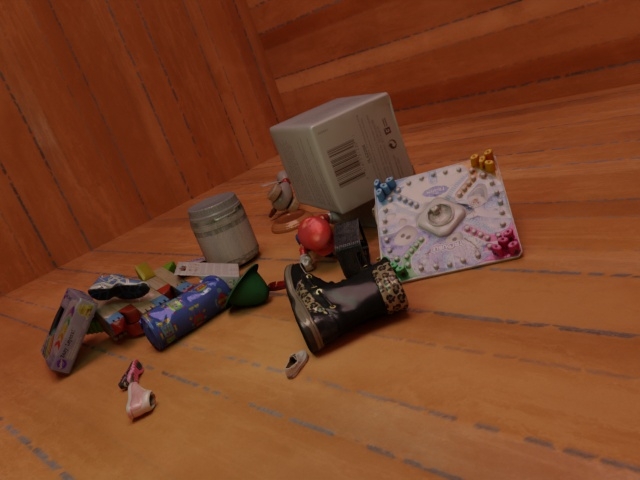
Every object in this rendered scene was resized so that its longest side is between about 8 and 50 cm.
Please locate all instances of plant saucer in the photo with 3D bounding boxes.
[{"bbox_3d":[-0.131,-0.090,2.511,0.200,0.037,0.200,-18,18,6],"label":"plant saucer"}]

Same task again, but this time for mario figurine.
[{"bbox_3d":[0.000,0.000,1.966,0.170,0.197,0.320,-3,5,-6],"label":"mario figurine"}]

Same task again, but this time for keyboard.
[{"bbox_3d":[-0.554,0.133,2.322,0.192,0.038,0.100,-24,1,15],"label":"keyboard"}]

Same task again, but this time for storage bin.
[{"bbox_3d":[0.102,0.023,1.787,0.085,0.122,0.180,-16,28,11],"label":"storage bin"}]

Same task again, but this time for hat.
[{"bbox_3d":[-0.179,0.188,1.792,0.173,0.184,0.208,-50,-9,-45],"label":"hat"}]

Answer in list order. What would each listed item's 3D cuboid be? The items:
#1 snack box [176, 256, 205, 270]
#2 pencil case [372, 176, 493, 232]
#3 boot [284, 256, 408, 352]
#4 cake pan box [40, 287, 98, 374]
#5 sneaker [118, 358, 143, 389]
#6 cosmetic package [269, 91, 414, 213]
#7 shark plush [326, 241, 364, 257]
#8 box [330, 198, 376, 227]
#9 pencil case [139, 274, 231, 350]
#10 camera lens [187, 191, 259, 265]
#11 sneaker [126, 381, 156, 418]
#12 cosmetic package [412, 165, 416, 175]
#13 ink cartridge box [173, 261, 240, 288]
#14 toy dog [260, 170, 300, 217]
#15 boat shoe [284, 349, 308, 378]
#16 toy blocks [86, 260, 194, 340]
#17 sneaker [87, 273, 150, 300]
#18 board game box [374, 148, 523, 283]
[{"bbox_3d":[-0.542,0.100,2.413,0.178,0.022,0.064,-11,21,24],"label":"snack box"},{"bbox_3d":[0.364,-0.087,1.795,0.411,0.159,0.183,-14,39,17],"label":"pencil case"},{"bbox_3d":[0.058,0.133,1.524,0.285,0.138,0.377,-22,22,-2],"label":"boot"},{"bbox_3d":[-0.848,0.294,1.882,0.267,0.070,0.245,10,75,57],"label":"cake pan box"},{"bbox_3d":[-0.543,0.382,1.594,0.057,0.047,0.119,-30,16,6],"label":"sneaker"},{"bbox_3d":[0.070,-0.327,2.064,0.328,0.329,0.394,-29,21,-19],"label":"cosmetic package"},{"bbox_3d":[0.085,0.040,1.947,0.161,0.073,0.067,-33,-10,31],"label":"shark plush"},{"bbox_3d":[0.169,-0.140,2.179,0.121,0.147,0.311,-31,23,-30],"label":"box"},{"bbox_3d":[-0.430,0.221,1.793,0.133,0.119,0.306,36,50,27],"label":"pencil case"},{"bbox_3d":[-0.382,-0.030,2.221,0.220,0.274,0.219,-18,19,6],"label":"camera lens"},{"bbox_3d":[-0.455,0.401,1.434,0.070,0.050,0.134,-21,22,-7],"label":"sneaker"},{"bbox_3d":[0.305,-0.255,2.355,0.129,0.153,0.296,-22,20,-3],"label":"cosmetic package"},{"bbox_3d":[-0.405,0.124,2.016,0.225,0.056,0.181,0,12,-9],"label":"ink cartridge box"},{"bbox_3d":[-0.198,-0.216,2.757,0.161,0.220,0.333,-48,1,20],"label":"toy dog"},{"bbox_3d":[-0.061,0.292,1.359,0.035,0.035,0.100,-10,21,29],"label":"boat shoe"},{"bbox_3d":[-0.596,0.228,1.918,0.382,0.190,0.261,-31,32,-31],"label":"toy blocks"},{"bbox_3d":[-0.662,0.145,1.850,0.211,0.080,0.081,-1,45,10],"label":"sneaker"},{"bbox_3d":[0.353,-0.077,1.652,0.390,0.050,0.389,-14,51,17],"label":"board game box"}]
